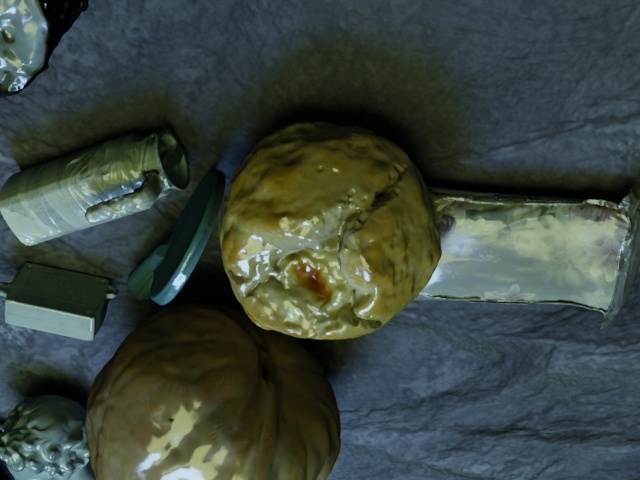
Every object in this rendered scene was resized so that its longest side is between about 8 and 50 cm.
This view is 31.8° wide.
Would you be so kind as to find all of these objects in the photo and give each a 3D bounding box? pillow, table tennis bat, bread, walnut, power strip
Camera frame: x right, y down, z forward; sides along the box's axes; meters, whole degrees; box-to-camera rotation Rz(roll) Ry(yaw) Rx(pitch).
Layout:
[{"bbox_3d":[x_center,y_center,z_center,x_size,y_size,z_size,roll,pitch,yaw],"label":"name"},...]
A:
[{"bbox_3d":[0.213,0.006,1.203,0.255,0.059,0.169,5,123,5],"label":"pillow"},{"bbox_3d":[-0.159,0.011,1.218,0.040,0.153,0.244,25,149,-16],"label":"table tennis bat"},{"bbox_3d":[0.000,0.000,1.141,0.244,0.134,0.244,8,123,12],"label":"bread"},{"bbox_3d":[-0.124,0.218,1.294,0.296,0.285,0.285,16,133,-33],"label":"walnut"},{"bbox_3d":[-0.330,0.067,1.321,0.175,0.075,0.042,12,129,0],"label":"power strip"}]

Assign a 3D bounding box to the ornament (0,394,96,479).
[{"bbox_3d":[-0.338,0.317,1.500,0.120,0.130,0.285,3,136,14],"label":"ornament"}]

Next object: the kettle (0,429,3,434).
[{"bbox_3d":[-0.490,0.347,1.528,0.240,0.165,0.255,-26,127,-8],"label":"kettle"}]

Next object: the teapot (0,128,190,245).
[{"bbox_3d":[-0.242,-0.051,1.192,0.200,0.107,0.077,-17,122,20],"label":"teapot"}]

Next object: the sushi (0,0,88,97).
[{"bbox_3d":[-0.382,-0.228,1.030,0.350,0.171,0.211,-15,127,20],"label":"sushi"}]
